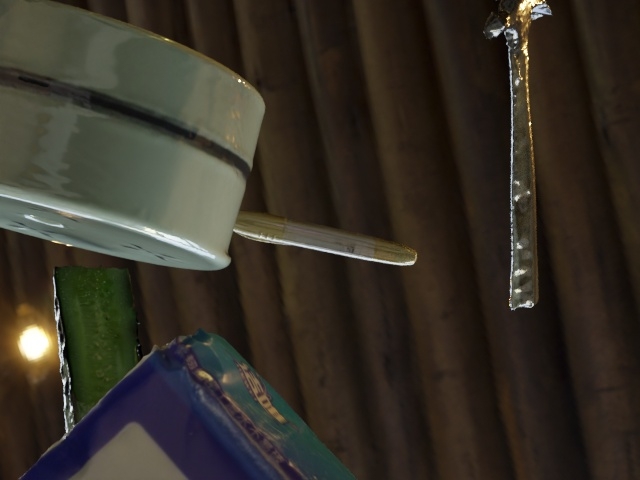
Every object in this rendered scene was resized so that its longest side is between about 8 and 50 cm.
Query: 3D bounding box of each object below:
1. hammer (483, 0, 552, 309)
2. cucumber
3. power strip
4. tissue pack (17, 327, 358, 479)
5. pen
[{"bbox_3d":[0.167,-0.069,1.102,0.027,0.125,0.297,8,-60,27],"label":"hammer"},{"bbox_3d":[-0.202,0.125,1.205,0.062,0.078,0.211,115,-33,-56],"label":"cucumber"},{"bbox_3d":[-0.219,-0.089,1.154,0.357,0.357,0.161,7,-100,39],"label":"power strip"},{"bbox_3d":[-0.034,0.199,0.557,0.209,0.137,0.269,-45,-97,-2],"label":"tissue pack"},{"bbox_3d":[0.000,0.000,1.555,0.233,0.032,0.040,13,-33,-6],"label":"pen"}]
